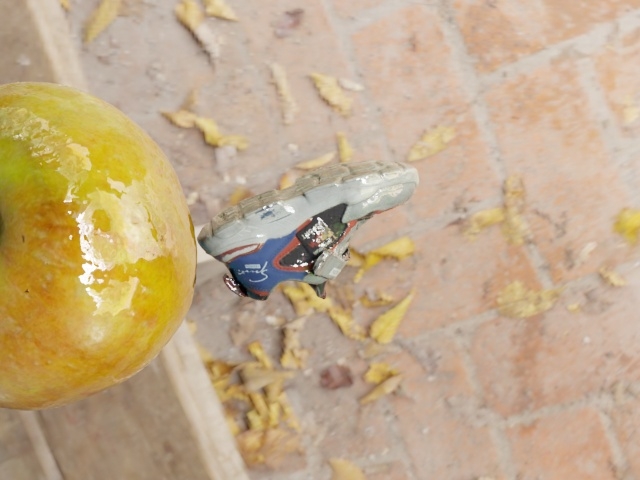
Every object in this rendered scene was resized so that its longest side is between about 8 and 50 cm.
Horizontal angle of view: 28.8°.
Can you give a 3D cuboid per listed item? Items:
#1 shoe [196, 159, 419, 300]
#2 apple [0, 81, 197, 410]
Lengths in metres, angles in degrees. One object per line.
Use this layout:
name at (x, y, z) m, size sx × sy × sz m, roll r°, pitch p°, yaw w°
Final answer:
shoe at (0.000, 0.000, 1.225) m, size 0.227 × 0.099 × 0.125 m, roll -20°, pitch 101°, yaw -4°
apple at (-0.149, 0.003, 0.679) m, size 0.182 × 0.155 × 0.182 m, roll -5°, pitch 76°, yaw 22°
